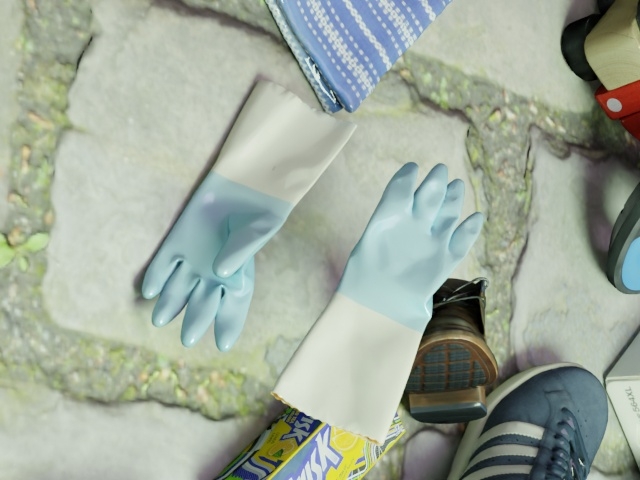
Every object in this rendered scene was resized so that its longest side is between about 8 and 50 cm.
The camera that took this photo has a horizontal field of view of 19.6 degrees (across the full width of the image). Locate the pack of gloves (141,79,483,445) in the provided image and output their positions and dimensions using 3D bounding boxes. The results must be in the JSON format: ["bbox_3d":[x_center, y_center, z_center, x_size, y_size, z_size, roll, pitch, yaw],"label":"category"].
[{"bbox_3d":[0.000,0.000,1.270,0.195,0.046,0.232,24,57,6],"label":"pack of gloves"}]

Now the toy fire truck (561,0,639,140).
[{"bbox_3d":[0.349,-0.146,1.719,0.246,0.158,0.217,54,48,-16],"label":"toy fire truck"}]

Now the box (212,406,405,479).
[{"bbox_3d":[-0.012,0.159,1.317,0.169,0.054,0.059,-41,115,-43],"label":"box"}]

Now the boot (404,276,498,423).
[{"bbox_3d":[0.089,0.064,1.382,0.219,0.082,0.106,81,5,-71],"label":"boot"}]

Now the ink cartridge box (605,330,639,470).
[{"bbox_3d":[0.364,0.130,1.721,0.203,0.086,0.148,-46,119,-42],"label":"ink cartridge box"}]

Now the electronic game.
[{"bbox_3d":[0.343,-0.040,1.655,0.229,0.229,0.048,-11,49,-49],"label":"electronic game"}]

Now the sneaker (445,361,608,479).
[{"bbox_3d":[0.169,0.212,1.442,0.350,0.148,0.131,-44,117,-43],"label":"sneaker"}]

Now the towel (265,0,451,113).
[{"bbox_3d":[0.050,-0.282,1.459,0.336,0.040,0.243,-49,119,-40],"label":"towel"}]
